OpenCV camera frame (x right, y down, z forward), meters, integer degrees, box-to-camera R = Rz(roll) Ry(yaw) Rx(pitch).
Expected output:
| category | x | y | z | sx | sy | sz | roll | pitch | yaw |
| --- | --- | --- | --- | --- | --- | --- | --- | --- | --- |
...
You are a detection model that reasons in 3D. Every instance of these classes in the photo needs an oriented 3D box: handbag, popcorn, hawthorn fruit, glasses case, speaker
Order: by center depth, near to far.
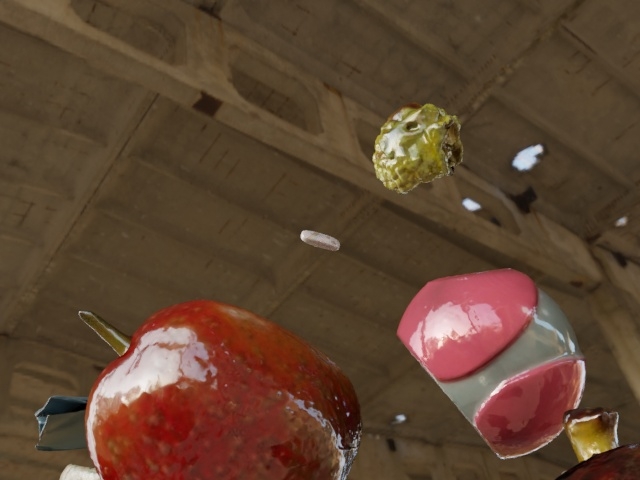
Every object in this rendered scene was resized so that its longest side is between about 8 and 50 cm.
| category | x | y | z | sx | sy | sz | roll | pitch | yaw |
| --- | --- | --- | --- | --- | --- | --- | --- | --- | --- |
| hawthorn fruit | -0.135 | 0.199 | 0.768 | 0.369 | 0.284 | 0.284 | 37 | -54 | -1 |
| handbag | -0.310 | 0.270 | 1.021 | 0.221 | 0.057 | 0.144 | 7 | -34 | -30 |
| speaker | 0.262 | 0.188 | 1.028 | 0.295 | 0.294 | 0.294 | -6 | -43 | -6 |
| glasses case | 0.000 | 0.000 | 1.358 | 0.083 | 0.032 | 0.021 | 16 | -61 | -15 |
| popcorn | 0.216 | -0.197 | 1.454 | 0.189 | 0.218 | 0.169 | -5 | -36 | 33 |

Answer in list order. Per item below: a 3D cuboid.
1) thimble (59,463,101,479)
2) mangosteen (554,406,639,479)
| category | x | y | z | sx | sy | sz | roll | pitch | yaw |
| --- | --- | --- | --- | --- | --- | --- | --- | --- | --- |
| thimble | -0.415 | 0.525 | 1.315 | 0.229 | 0.148 | 0.196 | -7 | -30 | 39 |
| mangosteen | 0.209 | 0.205 | 0.401 | 0.236 | 0.261 | 0.235 | -2 | -62 | -4 |
